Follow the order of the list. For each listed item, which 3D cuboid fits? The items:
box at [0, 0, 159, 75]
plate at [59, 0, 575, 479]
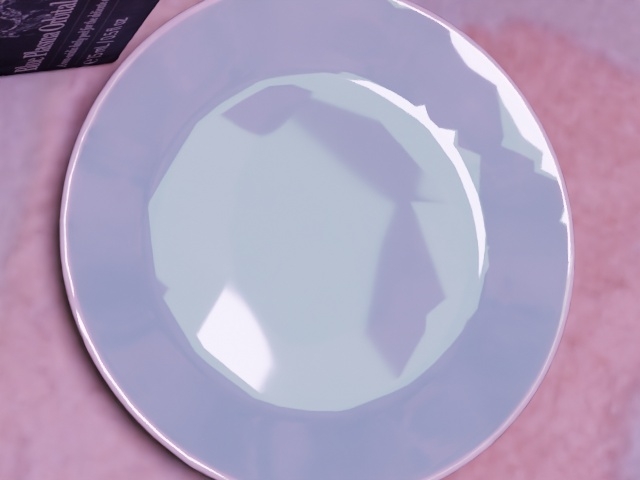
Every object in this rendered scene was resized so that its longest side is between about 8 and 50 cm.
[{"bbox_3d":[-0.131,-0.106,0.572,0.158,0.156,0.093,-8,84,-17],"label":"box"},{"bbox_3d":[0.000,0.000,0.660,0.188,0.024,0.188,3,80,-15],"label":"plate"}]
